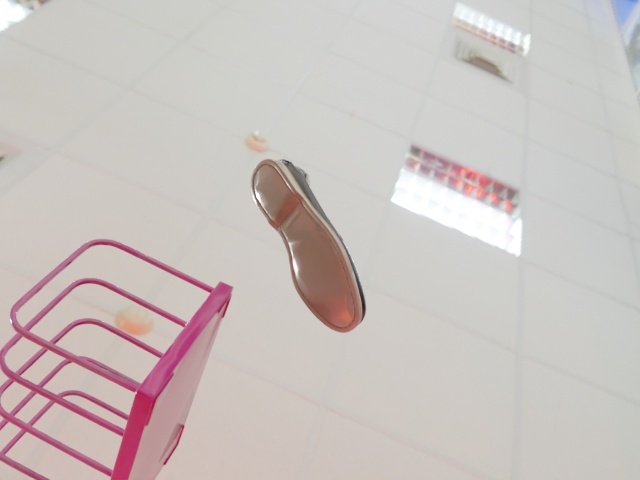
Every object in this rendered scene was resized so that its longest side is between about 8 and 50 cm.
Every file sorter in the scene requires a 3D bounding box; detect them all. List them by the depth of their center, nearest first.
[{"bbox_3d":[-0.254,0.174,0.868,0.182,0.291,0.202,26,-147,4],"label":"file sorter"}]

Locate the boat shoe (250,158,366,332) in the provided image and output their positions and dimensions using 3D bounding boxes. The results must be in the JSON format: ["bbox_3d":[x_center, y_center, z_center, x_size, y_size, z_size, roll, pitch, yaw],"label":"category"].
[{"bbox_3d":[0.000,0.000,0.784,0.065,0.075,0.206,-2,-124,-50],"label":"boat shoe"}]
